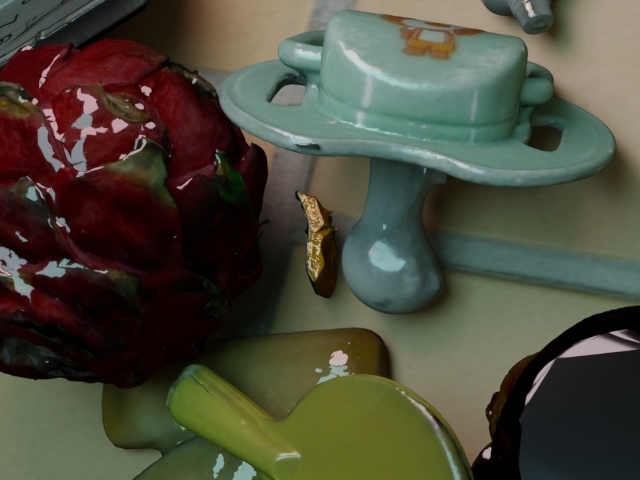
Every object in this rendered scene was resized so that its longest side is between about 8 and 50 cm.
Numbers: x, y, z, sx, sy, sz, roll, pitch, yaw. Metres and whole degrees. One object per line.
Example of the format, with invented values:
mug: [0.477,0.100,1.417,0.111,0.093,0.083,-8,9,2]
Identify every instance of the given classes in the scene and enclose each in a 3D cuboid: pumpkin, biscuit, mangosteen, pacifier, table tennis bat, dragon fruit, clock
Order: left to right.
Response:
clock: [-0.251,-0.235,1.881,0.279,0.049,0.273,-29,26,15]
dragon fruit: [-0.199,-0.022,1.709,0.329,0.329,0.329,-8,72,24]
biscuit: [-0.074,0.201,1.731,0.290,0.062,0.237,-5,72,23]
table tennis bat: [-0.004,0.199,1.590,0.368,0.054,0.224,27,109,43]
pumpkin: [0.001,0.002,1.754,0.035,0.073,0.101,-10,73,0]
pacifier: [0.079,-0.067,1.675,0.343,0.288,0.269,14,115,9]
mangosteen: [0.234,0.176,1.491,0.287,0.233,0.288,-8,70,23]

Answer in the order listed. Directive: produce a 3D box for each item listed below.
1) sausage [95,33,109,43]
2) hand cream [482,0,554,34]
sausage: [-0.224,-0.221,1.955,0.015,0.015,0.100,-13,69,22]
hand cream: [0.155,-0.331,1.789,0.124,0.078,0.341,-26,57,17]
